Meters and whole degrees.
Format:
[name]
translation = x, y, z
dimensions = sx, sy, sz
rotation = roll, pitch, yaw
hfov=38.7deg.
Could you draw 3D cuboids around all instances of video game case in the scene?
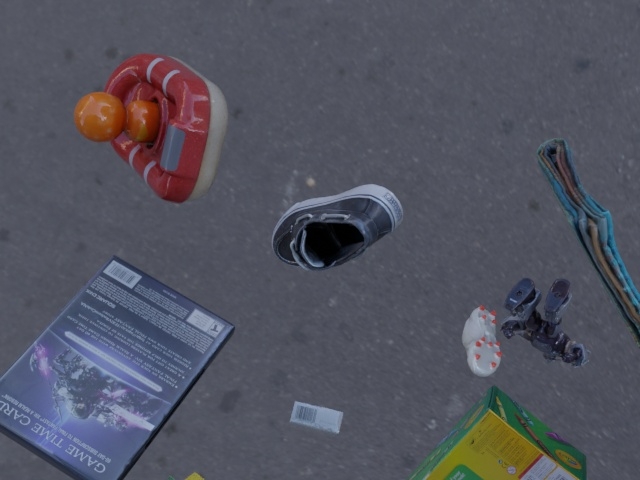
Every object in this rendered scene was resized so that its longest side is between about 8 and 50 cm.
[video game case]
translation = -0.261, 0.159, 1.134
dimensions = 0.196, 0.026, 0.274
rotation = 29, 54, 10

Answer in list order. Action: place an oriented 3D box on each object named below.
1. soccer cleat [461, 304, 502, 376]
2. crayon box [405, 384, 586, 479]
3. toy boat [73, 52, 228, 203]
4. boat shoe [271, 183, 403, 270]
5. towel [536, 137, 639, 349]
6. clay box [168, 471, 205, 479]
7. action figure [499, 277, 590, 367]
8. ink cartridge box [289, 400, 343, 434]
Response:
[soccer cleat]
translation = 0.310, 0.207, 1.774
dimensions = 0.076, 0.068, 0.196
rotation = -58, 9, 33
[crayon box]
translation = 0.218, 0.361, 1.280
dimensions = 0.165, 0.081, 0.278
rotation = 38, 111, 2
[toy boat]
translation = -0.216, -0.141, 1.076
dimensions = 0.231, 0.151, 0.150
rotation = 40, 120, 53
[boat shoe]
translation = 0.000, 0.000, 1.395
dimensions = 0.102, 0.108, 0.301
rotation = -44, 17, -34
[towel]
translation = 0.349, 0.076, 1.001
dimensions = 0.040, 0.370, 0.271
rotation = -29, 17, 15
[clay box]
translation = -0.147, 0.436, 1.326
dimensions = 0.053, 0.222, 0.127
rotation = -31, 37, -31
[action figure]
translation = 0.445, 0.176, 1.820
dimensions = 0.185, 0.285, 0.099
rotation = 15, 63, 29
[ink cartridge box]
translation = -0.007, 0.229, 1.161
dimensions = 0.063, 0.115, 0.029
rotation = 14, 76, 2
